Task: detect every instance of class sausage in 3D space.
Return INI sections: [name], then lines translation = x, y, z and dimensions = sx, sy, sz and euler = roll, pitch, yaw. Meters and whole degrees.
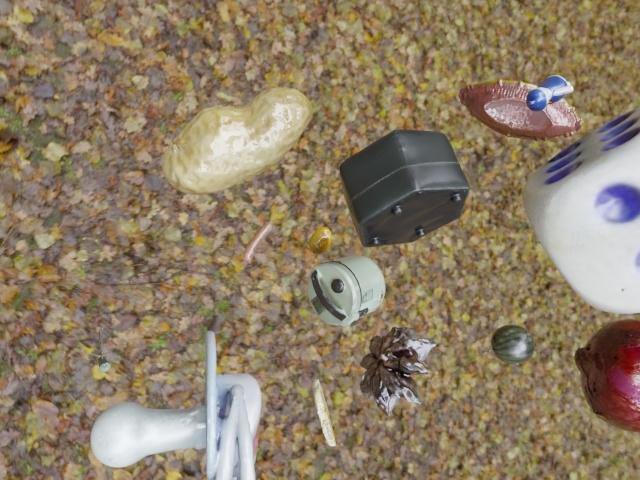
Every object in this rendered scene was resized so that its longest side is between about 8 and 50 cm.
[sausage]
translation = -0.241, 0.005, 1.901
dimensions = 0.177, 0.040, 0.047
euler = -56, 133, -14

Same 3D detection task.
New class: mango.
[mango]
translation = 0.000, 0.000, 1.797
dimensions = 0.079, 0.114, 0.057
euler = 25, 29, 0

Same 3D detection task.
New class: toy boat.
[toy boat]
translation = 0.500, -0.326, 1.246
dimensions = 0.099, 0.318, 0.141
euler = -52, 159, -52

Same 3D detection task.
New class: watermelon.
[watermelon]
translation = 0.502, 0.282, 1.331
dimensions = 0.133, 0.105, 0.105
euler = -15, 98, 7

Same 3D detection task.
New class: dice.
[dice]
translation = 0.606, -0.061, 0.963
dimensions = 0.304, 0.304, 0.277
euler = 53, 35, -4

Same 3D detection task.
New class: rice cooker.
[rice cooker]
translation = 0.082, 0.168, 1.669
dimensions = 0.244, 0.226, 0.226
euler = -12, 94, -51

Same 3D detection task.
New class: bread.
[bread]
translation = 0.009, 0.651, 1.899
dimensions = 0.039, 0.182, 0.251
euler = -16, 106, -3

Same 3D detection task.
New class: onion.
[onion]
translation = 0.770, 0.333, 1.234
dimensions = 0.276, 0.276, 0.276
euler = 2, 86, -35

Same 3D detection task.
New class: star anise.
[star anise]
translation = 0.183, 0.318, 1.283
dimensions = 0.109, 0.236, 0.223
euler = 39, 37, -24

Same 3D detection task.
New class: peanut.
[peanut]
translation = -0.198, -0.243, 1.185
dimensions = 0.387, 0.169, 0.192
euler = -26, 128, 1

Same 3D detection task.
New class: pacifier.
[pacifier]
translation = -0.203, 0.279, 0.703
dimensions = 0.233, 0.244, 0.299
euler = 1, 126, -9

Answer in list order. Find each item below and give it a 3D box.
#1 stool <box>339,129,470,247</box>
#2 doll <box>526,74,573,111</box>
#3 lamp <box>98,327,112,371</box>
[stool]
translation = 0.153, -0.089, 0.915
dimensions = 0.232, 0.232, 0.141
euler = -1, 60, -35
[doll]
translation = 0.482, -0.314, 1.062
dimensions = 0.143, 0.099, 0.058
euler = -32, 117, -34
[lamp]
translation = -0.638, 0.321, 1.459
dimensions = 0.041, 0.054, 0.121
euler = -5, 118, -38
